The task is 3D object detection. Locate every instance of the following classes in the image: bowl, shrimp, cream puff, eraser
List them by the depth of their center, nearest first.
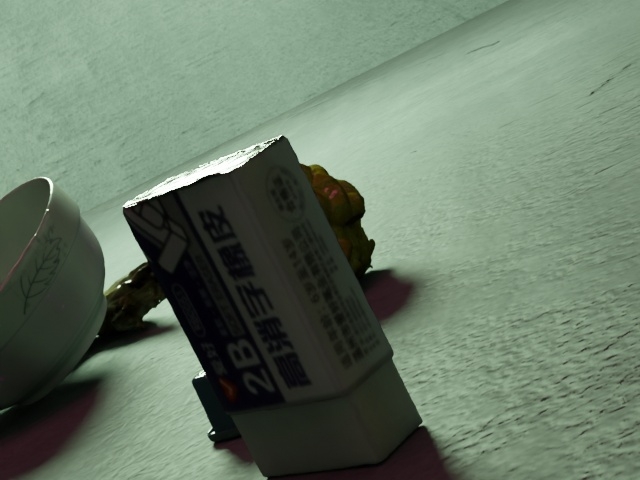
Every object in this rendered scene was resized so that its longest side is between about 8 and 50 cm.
[{"bbox_3d":[-0.032,0.048,0.938,0.124,0.210,0.068,-17,14,45],"label":"eraser"},{"bbox_3d":[0.000,0.000,1.383,0.116,0.146,0.146,24,39,25],"label":"cream puff"},{"bbox_3d":[-0.344,0.082,1.613,0.287,0.144,0.287,-39,24,21],"label":"bowl"},{"bbox_3d":[-0.232,0.083,1.689,0.117,0.066,0.262,-44,5,-35],"label":"shrimp"}]

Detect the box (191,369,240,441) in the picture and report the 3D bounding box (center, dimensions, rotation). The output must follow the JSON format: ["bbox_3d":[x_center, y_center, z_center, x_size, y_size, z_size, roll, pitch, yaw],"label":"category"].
[{"bbox_3d":[-0.048,0.109,1.115,0.099,0.054,0.074,-20,11,37],"label":"box"}]
